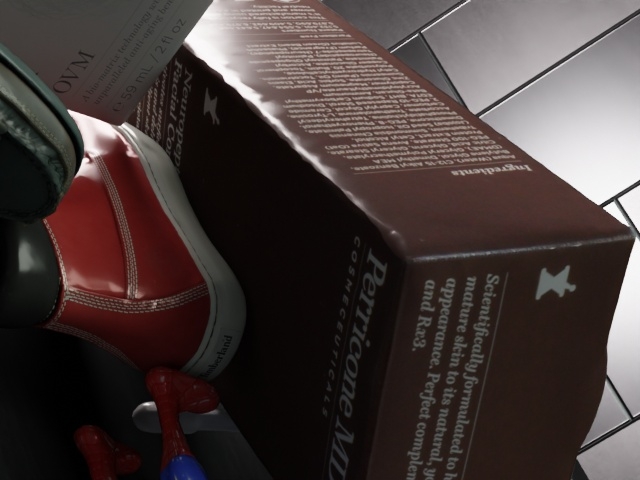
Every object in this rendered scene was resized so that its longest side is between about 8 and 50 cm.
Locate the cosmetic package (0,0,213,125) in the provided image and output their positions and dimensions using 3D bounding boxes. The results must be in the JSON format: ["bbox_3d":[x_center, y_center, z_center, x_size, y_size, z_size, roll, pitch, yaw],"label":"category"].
[{"bbox_3d":[-0.156,-0.208,0.749,0.225,0.224,0.138,17,36,-37],"label":"cosmetic package"}]

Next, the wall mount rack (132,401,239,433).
[{"bbox_3d":[0.027,0.117,0.941,0.304,0.130,0.350,44,12,-21],"label":"wall mount rack"}]

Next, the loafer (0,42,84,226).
[{"bbox_3d":[-0.222,-0.071,0.586,0.267,0.096,0.084,34,38,-28],"label":"loafer"}]

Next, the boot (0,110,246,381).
[{"bbox_3d":[-0.163,-0.023,0.772,0.176,0.088,0.244,18,20,-39],"label":"boot"}]

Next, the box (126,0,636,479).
[{"bbox_3d":[0.000,0.000,0.816,0.381,0.143,0.191,44,-48,50],"label":"box"}]

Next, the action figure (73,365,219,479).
[{"bbox_3d":[-0.029,0.201,0.663,0.139,0.091,0.280,36,21,-38],"label":"action figure"}]
